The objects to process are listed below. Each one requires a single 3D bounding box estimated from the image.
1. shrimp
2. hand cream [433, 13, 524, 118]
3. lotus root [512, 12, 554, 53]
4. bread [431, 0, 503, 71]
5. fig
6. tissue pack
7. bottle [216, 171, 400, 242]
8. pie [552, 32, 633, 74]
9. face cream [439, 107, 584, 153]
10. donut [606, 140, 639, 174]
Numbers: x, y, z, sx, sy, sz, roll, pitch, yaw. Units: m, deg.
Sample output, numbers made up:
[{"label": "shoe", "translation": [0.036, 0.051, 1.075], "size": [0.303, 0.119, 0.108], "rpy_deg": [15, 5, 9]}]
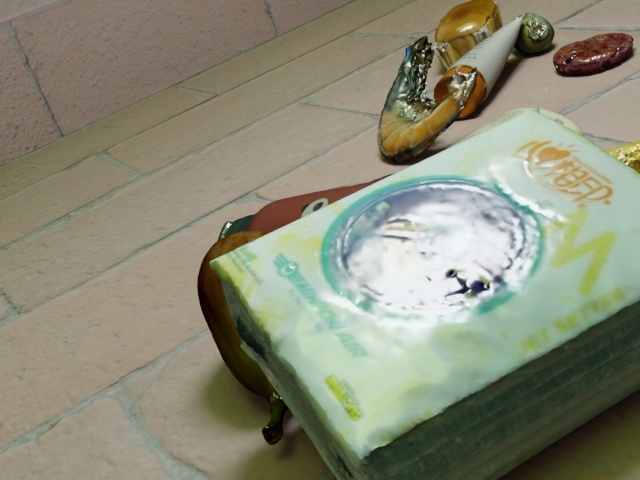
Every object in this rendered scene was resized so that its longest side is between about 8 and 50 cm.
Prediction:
[{"label": "shrimp", "translation": [0.194, -0.272, 1.494], "size": [0.222, 0.054, 0.290], "rpy_deg": [-25, 43, 47]}, {"label": "hand cream", "translation": [0.312, -0.338, 1.654], "size": [0.314, 0.089, 0.139], "rpy_deg": [-51, -4, -43]}, {"label": "lotus root", "translation": [0.437, -0.438, 1.782], "size": [0.088, 0.088, 0.165], "rpy_deg": [-21, 23, 0]}, {"label": "bread", "translation": [0.333, -0.466, 1.894], "size": [0.136, 0.107, 0.241], "rpy_deg": [-13, 24, 24]}, {"label": "fig", "translation": [-0.057, 0.111, 0.949], "size": [0.146, 0.170, 0.274], "rpy_deg": [-16, 43, 3]}, {"label": "tissue pack", "translation": [0.137, 0.056, 0.795], "size": [0.388, 0.162, 0.287], "rpy_deg": [-26, 45, -16]}, {"label": "bottle", "translation": [0.000, 0.000, 1.105], "size": [0.336, 0.144, 0.144], "rpy_deg": [-6, 27, 44]}, {"label": "pie", "translation": [0.514, -0.351, 1.588], "size": [0.154, 0.038, 0.153], "rpy_deg": [-14, 24, 7]}, {"label": "face cream", "translation": [0.203, -0.084, 1.211], "size": [0.349, 0.081, 0.174], "rpy_deg": [-33, 28, -25]}, {"label": "donut", "translation": [0.404, -0.074, 1.048], "size": [0.178, 0.065, 0.162], "rpy_deg": [-15, 25, 11]}]
